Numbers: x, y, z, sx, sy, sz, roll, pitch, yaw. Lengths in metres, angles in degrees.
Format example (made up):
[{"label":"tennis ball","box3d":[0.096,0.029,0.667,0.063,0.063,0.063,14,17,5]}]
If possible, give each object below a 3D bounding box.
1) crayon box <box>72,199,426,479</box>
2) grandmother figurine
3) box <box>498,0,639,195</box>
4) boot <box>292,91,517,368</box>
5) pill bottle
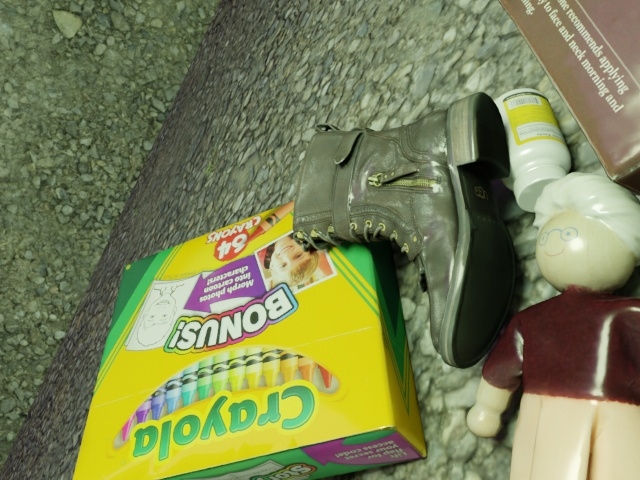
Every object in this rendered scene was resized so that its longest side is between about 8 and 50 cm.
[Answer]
[{"label":"crayon box","box3d":[-0.087,0.121,0.651,0.363,0.106,0.313,-20,45,18]},{"label":"grandmother figurine","box3d":[0.182,0.110,0.382,0.208,0.104,0.342,-9,62,45]},{"label":"box","box3d":[0.260,-0.140,0.340,0.203,0.167,0.168,-39,55,37]},{"label":"boot","box3d":[0.063,-0.012,0.544,0.229,0.091,0.262,-8,69,42]},{"label":"pill bottle","box3d":[0.200,-0.086,0.533,0.065,0.065,0.116,-37,39,39]}]
